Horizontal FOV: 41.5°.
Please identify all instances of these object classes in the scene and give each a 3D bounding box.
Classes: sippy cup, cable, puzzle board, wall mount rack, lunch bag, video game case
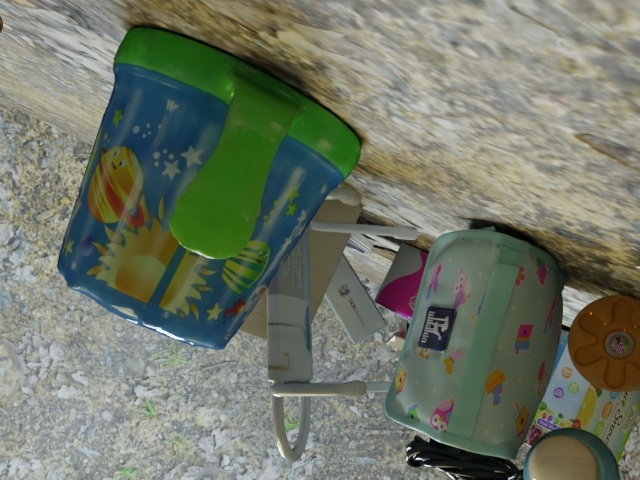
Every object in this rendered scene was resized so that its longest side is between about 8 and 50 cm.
[{"bbox_3d":[-0.113,-0.033,0.752,0.240,0.224,0.305,23,175,20],"label":"sippy cup"},{"bbox_3d":[0.166,0.255,0.935,0.151,0.047,0.184,15,177,8],"label":"cable"},{"bbox_3d":[0.147,0.034,1.650,0.096,0.011,0.128,25,177,-22],"label":"puzzle board"},{"bbox_3d":[0.030,0.073,0.981,0.130,0.350,0.304,-4,171,16],"label":"wall mount rack"},{"bbox_3d":[0.174,0.114,0.917,0.160,0.223,0.262,16,174,17],"label":"lunch bag"},{"bbox_3d":[0.019,0.047,1.350,0.244,0.061,0.269,58,-179,8],"label":"video game case"}]

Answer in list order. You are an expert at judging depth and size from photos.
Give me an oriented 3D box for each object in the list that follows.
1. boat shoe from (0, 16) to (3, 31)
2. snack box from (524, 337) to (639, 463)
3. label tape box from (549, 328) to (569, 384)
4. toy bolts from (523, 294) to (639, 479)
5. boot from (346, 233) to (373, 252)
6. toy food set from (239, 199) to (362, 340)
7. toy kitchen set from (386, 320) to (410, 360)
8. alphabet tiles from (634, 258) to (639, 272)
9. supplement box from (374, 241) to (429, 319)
[{"bbox_3d":[-0.367,-0.238,0.846,0.060,0.064,0.178,20,-177,-5],"label":"boat shoe"},{"bbox_3d":[0.418,0.246,1.291,0.174,0.207,0.070,30,175,-41],"label":"snack box"},{"bbox_3d":[0.393,0.200,1.620,0.334,0.106,0.241,23,176,34],"label":"label tape box"},{"bbox_3d":[0.277,0.160,0.796,0.218,0.228,0.158,55,-173,29],"label":"toy bolts"},{"bbox_3d":[0.000,0.000,1.548,0.190,0.086,0.069,26,176,-14],"label":"boot"},{"bbox_3d":[-0.077,0.005,1.082,0.092,0.219,0.306,22,176,34],"label":"toy food set"},{"bbox_3d":[0.147,0.151,1.408,0.068,0.075,0.083,23,137,-13],"label":"toy kitchen set"},{"bbox_3d":[0.389,0.092,0.559,0.285,0.011,0.342,38,170,-33],"label":"alphabet tiles"},{"bbox_3d":[0.197,0.097,1.424,0.111,0.114,0.220,24,175,32],"label":"supplement box"}]
